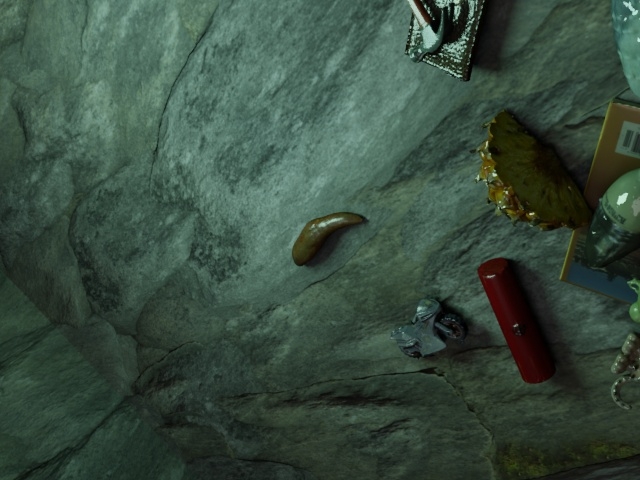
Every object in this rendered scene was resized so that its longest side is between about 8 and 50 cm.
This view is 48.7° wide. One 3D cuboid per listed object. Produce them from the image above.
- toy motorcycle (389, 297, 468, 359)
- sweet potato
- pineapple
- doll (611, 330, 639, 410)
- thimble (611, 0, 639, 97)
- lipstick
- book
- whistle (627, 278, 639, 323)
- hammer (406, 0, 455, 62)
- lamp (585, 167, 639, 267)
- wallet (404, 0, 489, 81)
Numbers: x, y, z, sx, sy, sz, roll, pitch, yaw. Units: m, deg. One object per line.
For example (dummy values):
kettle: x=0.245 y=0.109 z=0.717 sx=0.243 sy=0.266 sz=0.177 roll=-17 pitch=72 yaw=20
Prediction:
toy motorcycle: x=0.225 y=0.198 z=1.562 sx=0.122 sy=0.080 sz=0.215 roll=47 pitch=142 yaw=-5
sweet potato: x=-0.007 y=-0.007 z=1.589 sx=0.078 sy=0.058 sz=0.255 roll=35 pitch=137 yaw=-15
pineapple: x=0.322 y=-0.079 z=1.222 sx=0.249 sy=0.140 sz=0.164 roll=54 pitch=144 yaw=-6
doll: x=0.663 y=0.266 z=1.258 sx=0.278 sy=0.119 sz=0.154 roll=19 pitch=100 yaw=27
thimble: x=0.501 y=-0.277 z=0.881 sx=0.250 sy=0.205 sz=0.171 roll=-14 pitch=115 yaw=23
lipstick: x=0.393 y=0.165 z=1.416 sx=0.073 sy=0.073 sz=0.279 roll=-10 pitch=117 yaw=41
book: x=0.562 y=-0.033 z=1.161 sx=0.263 sy=0.028 sz=0.373 roll=20 pitch=133 yaw=23
whistle: x=0.635 y=0.127 z=1.133 sx=0.289 sy=0.106 sz=0.131 roll=25 pitch=132 yaw=21
hammer: x=0.121 y=-0.434 z=1.136 sx=0.287 sy=0.033 sz=0.111 roll=59 pitch=145 yaw=-3
lamp: x=0.491 y=-0.041 z=1.123 sx=0.101 sy=0.101 sz=0.250 roll=29 pitch=140 yaw=15
wallet: x=0.211 y=-0.388 z=1.129 sx=0.133 sy=0.039 sz=0.243 roll=30 pitch=135 yaw=25
